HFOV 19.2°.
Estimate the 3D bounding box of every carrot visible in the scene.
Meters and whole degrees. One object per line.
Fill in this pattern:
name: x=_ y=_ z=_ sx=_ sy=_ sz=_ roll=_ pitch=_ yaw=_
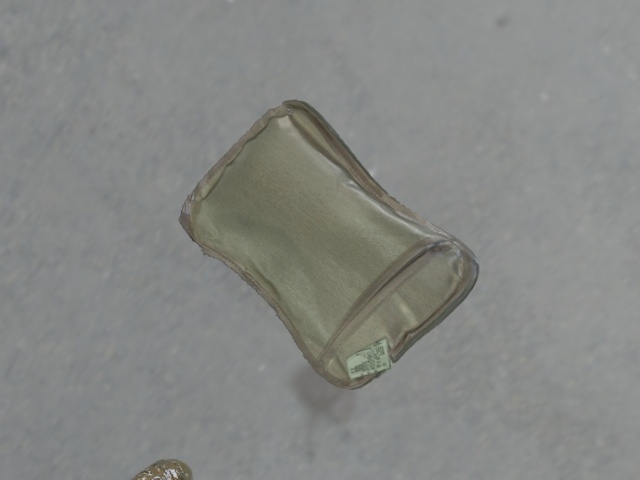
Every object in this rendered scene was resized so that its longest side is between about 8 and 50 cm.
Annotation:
carrot: x=-0.208 y=0.272 z=1.990 sx=0.049 sy=0.049 sz=0.254 roll=56 pitch=28 yaw=11

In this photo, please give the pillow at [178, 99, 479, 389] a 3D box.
pillow: x=0.000 y=0.000 z=1.286 sx=0.131 sy=0.038 sz=0.232 roll=-46 pitch=53 yaw=-2
